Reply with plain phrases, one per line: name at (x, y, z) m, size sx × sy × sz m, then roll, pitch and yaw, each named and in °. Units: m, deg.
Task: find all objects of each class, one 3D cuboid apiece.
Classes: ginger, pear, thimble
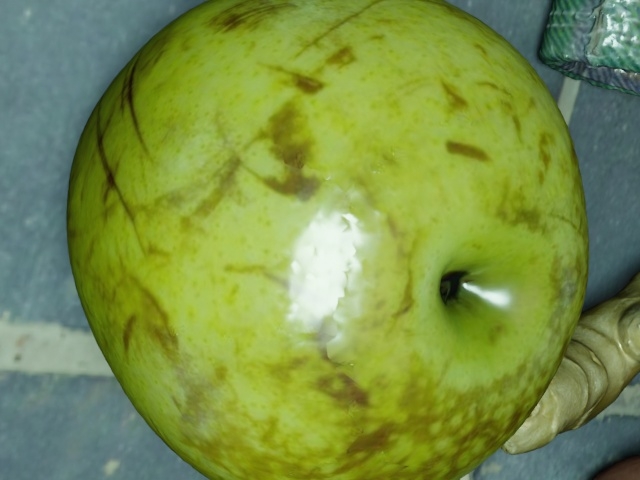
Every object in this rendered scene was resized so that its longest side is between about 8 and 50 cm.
ginger at (0.213, 0.081, 0.977) m, size 0.334 × 0.081 × 0.148 m, roll -32°, pitch 162°, yaw -33°
pear at (0.000, 0.000, 0.663) m, size 0.283 × 0.283 × 0.283 m, roll -16°, pitch 114°, yaw -38°
thimble at (0.229, -0.154, 0.912) m, size 0.135 × 0.118 × 0.090 m, roll 12°, pitch 92°, yaw -28°

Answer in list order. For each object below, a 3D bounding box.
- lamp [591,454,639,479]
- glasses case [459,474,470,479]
lamp at (0.310, 0.332, 1.072) m, size 0.305 × 0.239 × 0.305 m, roll 15°, pitch 58°, yaw -26°
glasses case at (0.041, 0.243, 0.909) m, size 0.144 × 0.076 × 0.336 m, roll -27°, pitch 121°, yaw -32°
